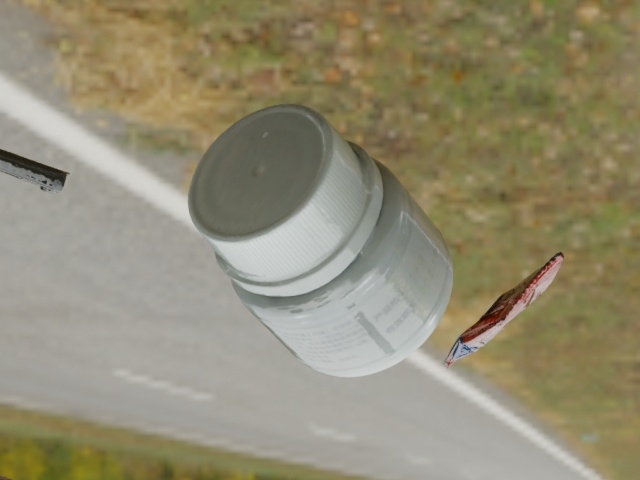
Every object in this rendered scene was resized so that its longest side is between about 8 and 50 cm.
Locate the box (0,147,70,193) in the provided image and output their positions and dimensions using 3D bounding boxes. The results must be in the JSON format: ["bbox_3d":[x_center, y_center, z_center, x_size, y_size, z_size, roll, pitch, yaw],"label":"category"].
[{"bbox_3d":[-0.312,-0.076,1.809,0.125,0.027,0.126,20,179,-9],"label":"box"}]

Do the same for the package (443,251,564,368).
[{"bbox_3d":[0.157,0.063,1.582,0.083,0.022,0.200,-43,176,-17],"label":"package"}]

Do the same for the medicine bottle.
[{"bbox_3d":[0.000,0.000,2.230,0.245,0.245,0.306,-5,145,31],"label":"medicine bottle"}]

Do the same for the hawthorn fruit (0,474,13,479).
[{"bbox_3d":[-0.254,0.225,1.347,0.128,0.128,0.128,0,171,0],"label":"hawthorn fruit"}]
